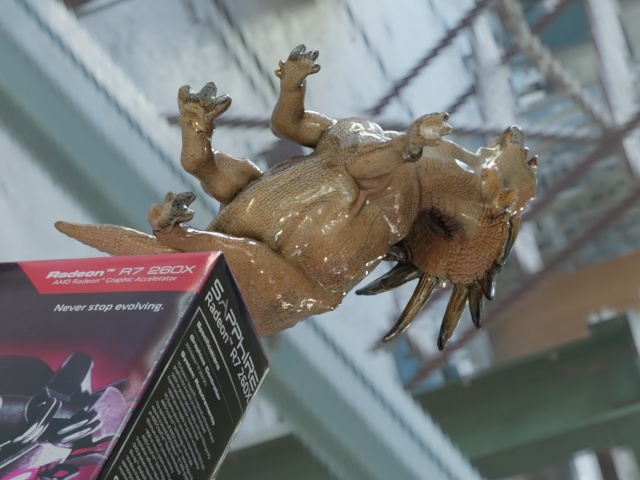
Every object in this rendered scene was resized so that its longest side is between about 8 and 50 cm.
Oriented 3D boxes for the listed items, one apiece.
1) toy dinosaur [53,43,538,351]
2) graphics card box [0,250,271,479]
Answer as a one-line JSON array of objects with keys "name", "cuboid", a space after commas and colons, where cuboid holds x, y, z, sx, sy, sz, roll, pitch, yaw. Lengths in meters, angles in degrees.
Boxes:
[{"name": "toy dinosaur", "cuboid": [0.000, 0.000, 1.192, 0.127, 0.296, 0.200, -109, 178, -46]}, {"name": "graphics card box", "cuboid": [-0.194, 0.150, 0.951, 0.371, 0.233, 0.094, -64, 144, -46]}]
